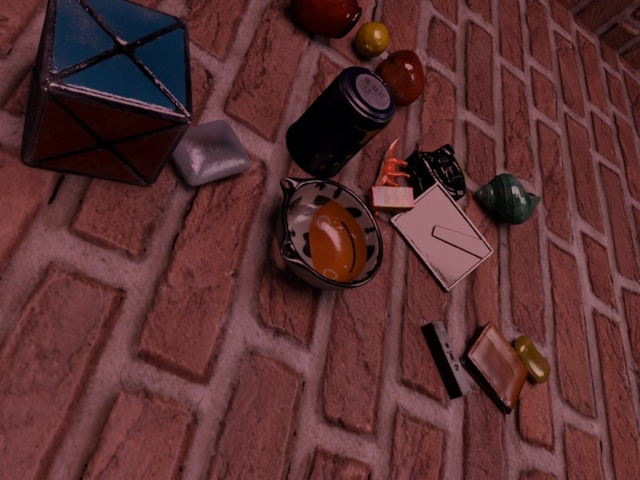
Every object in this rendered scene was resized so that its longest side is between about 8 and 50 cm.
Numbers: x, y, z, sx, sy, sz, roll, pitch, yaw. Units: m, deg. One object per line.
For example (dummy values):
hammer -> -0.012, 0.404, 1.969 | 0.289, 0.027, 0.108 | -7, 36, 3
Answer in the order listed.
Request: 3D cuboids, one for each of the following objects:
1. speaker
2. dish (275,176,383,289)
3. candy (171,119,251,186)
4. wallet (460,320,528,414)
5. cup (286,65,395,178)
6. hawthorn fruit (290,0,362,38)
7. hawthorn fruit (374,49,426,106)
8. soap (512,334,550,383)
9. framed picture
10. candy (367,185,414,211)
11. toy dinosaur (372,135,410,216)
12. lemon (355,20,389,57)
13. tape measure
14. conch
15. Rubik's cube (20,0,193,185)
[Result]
speaker -> 0.314, 0.295, 1.399 | 0.040, 0.046, 0.191 | -8, 70, -40
dish -> 0.000, 0.000, 1.284 | 0.303, 0.120, 0.303 | 18, 56, -28
candy -> -0.249, -0.198, 1.247 | 0.174, 0.071, 0.138 | -25, 82, -42
wallet -> 0.467, 0.335, 1.495 | 0.195, 0.042, 0.161 | 50, 51, -4
cup -> 0.072, -0.317, 1.429 | 0.178, 0.256, 0.255 | 47, 46, -5
hawthorn fruit -> -0.003, -0.707, 1.667 | 0.251, 0.189, 0.190 | 8, 59, -11
hawthorn fruit -> 0.265, -0.488, 1.761 | 0.203, 0.162, 0.163 | 52, 44, -25
soap -> 0.594, 0.336, 1.582 | 0.089, 0.045, 0.140 | -32, 85, -46
framed picture -> 0.338, -0.013, 1.550 | 0.189, 0.023, 0.260 | -39, 91, -14
candy -> 0.190, -0.113, 1.509 | 0.121, 0.038, 0.062 | 1, 74, -16
toy dinosaur -> 0.196, -0.179, 1.582 | 0.101, 0.055, 0.280 | 18, 56, -16
lemon -> 0.164, -0.639, 1.781 | 0.109, 0.109, 0.133 | 34, 58, -16
tape measure -> 0.356, -0.189, 1.666 | 0.199, 0.112, 0.186 | -20, 80, -40
conch -> 0.602, -0.134, 1.806 | 0.202, 0.134, 0.196 | 31, 9, -11
Rubik's cube -> -0.404, -0.286, 1.058 | 0.259, 0.255, 0.260 | 6, 61, -34
